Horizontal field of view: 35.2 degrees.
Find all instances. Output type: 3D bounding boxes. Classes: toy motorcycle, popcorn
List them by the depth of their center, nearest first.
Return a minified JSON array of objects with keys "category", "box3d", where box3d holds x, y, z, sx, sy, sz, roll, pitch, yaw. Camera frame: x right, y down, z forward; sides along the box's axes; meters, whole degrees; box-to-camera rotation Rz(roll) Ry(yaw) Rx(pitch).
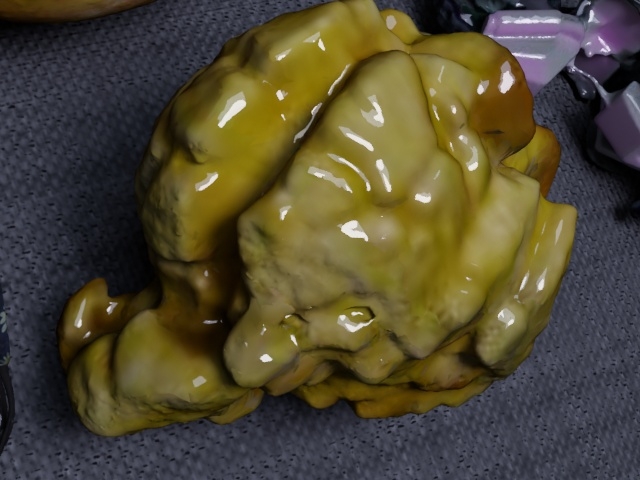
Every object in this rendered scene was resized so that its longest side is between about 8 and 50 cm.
[{"category":"popcorn","box3d":[0.000,0.000,0.581,0.332,0.265,0.225,-28,56,-11]},{"category":"toy motorcycle","box3d":[0.238,-0.117,0.792,0.327,0.143,0.188,16,67,-11]}]

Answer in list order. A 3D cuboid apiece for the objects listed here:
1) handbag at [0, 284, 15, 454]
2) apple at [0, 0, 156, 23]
[{"category":"handbag","box3d":[-0.224,0.073,0.565,0.115,0.072,0.139,-25,97,-31]},{"category":"apple","box3d":[-0.156,-0.277,0.591,0.275,0.299,0.299,-30,86,-1]}]
